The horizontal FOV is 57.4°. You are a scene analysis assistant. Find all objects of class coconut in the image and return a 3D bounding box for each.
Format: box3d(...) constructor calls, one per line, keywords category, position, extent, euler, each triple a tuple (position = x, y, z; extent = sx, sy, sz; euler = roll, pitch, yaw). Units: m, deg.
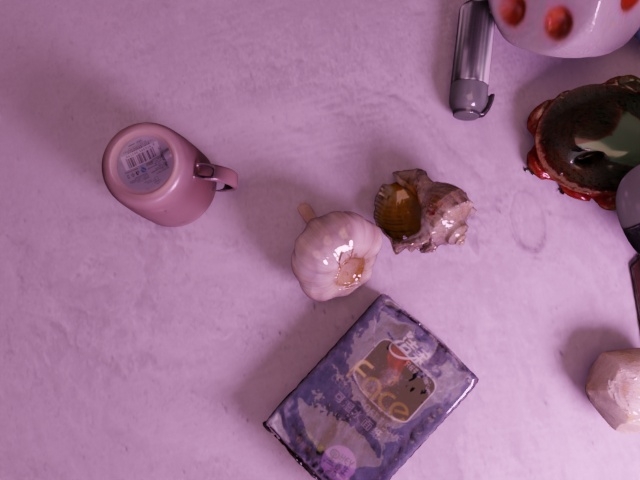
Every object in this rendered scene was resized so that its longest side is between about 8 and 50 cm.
box3d(category="coconut", position=(0.594, 0.288, 1.123), extent=(0.162, 0.161, 0.160), euler=(-11, 83, 4))

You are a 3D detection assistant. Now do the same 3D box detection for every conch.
box3d(category="conch", position=(0.203, -0.058, 1.190), extent=(0.178, 0.162, 0.245), euler=(-23, 52, -15))

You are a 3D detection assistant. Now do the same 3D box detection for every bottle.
box3d(category="bottle", position=(0.332, -0.385, 1.252), extent=(0.096, 0.079, 0.253), euler=(8, 83, 7))

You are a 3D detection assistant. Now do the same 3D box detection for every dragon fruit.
box3d(category="dragon fruit", position=(0.573, -0.201, 1.198), extent=(0.296, 0.130, 0.268), euler=(14, 79, 5))

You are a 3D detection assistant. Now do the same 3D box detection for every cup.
box3d(category="cup", position=(-0.301, -0.133, 1.200), extent=(0.253, 0.200, 0.191), euler=(4, 83, 3))

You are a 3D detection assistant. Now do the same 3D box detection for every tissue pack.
box3d(category="tissue pack", position=(0.101, 0.316, 1.166), extent=(0.259, 0.122, 0.361), euler=(44, 90, 10))

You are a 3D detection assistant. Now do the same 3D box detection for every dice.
box3d(category="dice", position=(0.496, -0.524, 1.130), extent=(0.243, 0.259, 0.251), euler=(-27, 45, -26))

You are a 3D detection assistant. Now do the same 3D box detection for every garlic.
box3d(category="garlic", position=(0.000, 0.000, 1.205), extent=(0.199, 0.199, 0.226), euler=(-41, 53, -2))

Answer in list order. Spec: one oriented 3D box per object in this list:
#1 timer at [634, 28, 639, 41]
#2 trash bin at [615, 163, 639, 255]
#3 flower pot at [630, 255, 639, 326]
box3d(category="timer", position=(0.742, -0.517, 1.199), extent=(0.175, 0.175, 0.255), euler=(28, 90, 6))
box3d(category="trash bin", position=(0.760, -0.106, 1.061), extent=(0.432, 0.280, 0.280), euler=(-36, 82, -16))
box3d(category="flower pot", position=(0.739, 0.128, 1.167), extent=(0.179, 0.084, 0.250), euler=(-6, 84, 3))
